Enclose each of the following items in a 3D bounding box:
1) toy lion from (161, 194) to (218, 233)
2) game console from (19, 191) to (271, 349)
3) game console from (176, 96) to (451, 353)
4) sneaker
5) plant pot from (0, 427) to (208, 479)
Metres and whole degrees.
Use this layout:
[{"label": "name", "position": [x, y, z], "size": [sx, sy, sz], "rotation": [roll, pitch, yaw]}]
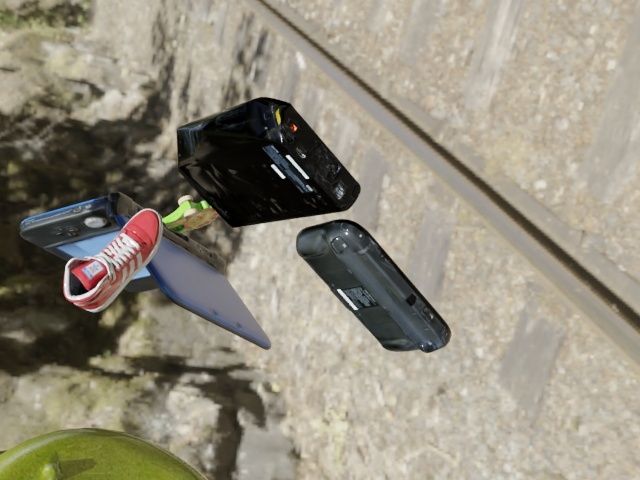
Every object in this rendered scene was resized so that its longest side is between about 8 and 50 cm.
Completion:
[{"label": "toy lion", "position": [-0.213, -0.035, 1.486], "size": [0.100, 0.096, 0.034], "rotation": [-31, 72, 16]}, {"label": "game console", "position": [-0.243, 0.067, 1.307], "size": [0.250, 0.293, 0.174], "rotation": [-14, 65, 20]}, {"label": "game console", "position": [0.000, 0.000, 0.996], "size": [0.213, 0.361, 0.044], "rotation": [-5, 42, 54]}, {"label": "sneaker", "position": [-0.199, 0.016, 0.882], "size": [0.118, 0.042, 0.067], "rotation": [-54, -14, -3]}, {"label": "plant pot", "position": [-0.225, 0.299, 0.622], "size": [0.353, 0.366, 0.367], "rotation": [-34, 46, 35]}]
